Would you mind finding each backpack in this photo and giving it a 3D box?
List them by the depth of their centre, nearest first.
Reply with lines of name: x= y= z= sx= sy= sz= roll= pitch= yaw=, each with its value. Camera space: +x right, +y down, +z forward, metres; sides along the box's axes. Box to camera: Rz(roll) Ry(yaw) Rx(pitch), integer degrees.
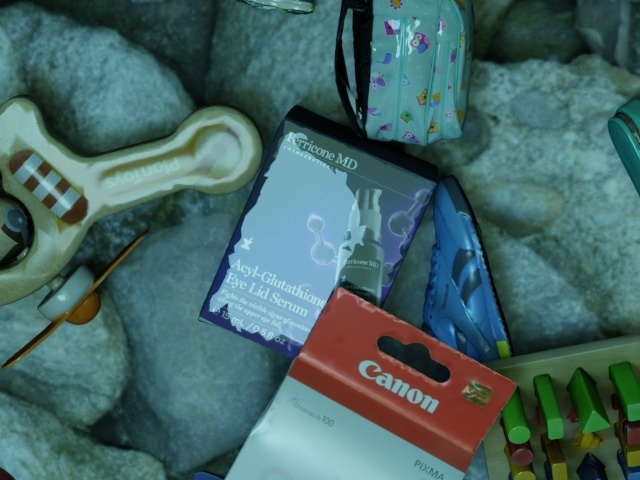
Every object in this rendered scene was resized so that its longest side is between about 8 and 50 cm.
backpack: x=0.078 y=-0.172 z=1.332 sx=0.115 sy=0.152 sz=0.182 roll=6 pitch=113 yaw=11

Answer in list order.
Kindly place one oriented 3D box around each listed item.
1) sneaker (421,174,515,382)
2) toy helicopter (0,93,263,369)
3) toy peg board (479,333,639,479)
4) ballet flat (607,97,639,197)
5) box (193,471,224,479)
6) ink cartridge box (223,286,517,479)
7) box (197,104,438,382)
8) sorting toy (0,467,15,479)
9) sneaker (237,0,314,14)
sneaker: x=0.123 y=0.046 z=1.404 sx=0.082 sy=0.069 sz=0.209 roll=-13 pitch=99 yaw=10
toy helicopter: x=-0.218 y=-0.028 z=1.383 sx=0.355 sy=0.140 sz=0.235 roll=-16 pitch=101 yaw=4
toy peg board: x=0.232 y=0.185 z=1.385 sx=0.161 sy=0.079 sz=0.160 roll=-11 pitch=121 yaw=2
ballet flat: x=0.341 y=-0.019 z=1.373 sx=0.087 sy=0.083 sz=0.247 roll=-22 pitch=100 yaw=-6
box: x=-0.038 y=0.321 z=1.460 sx=0.225 sy=0.036 sz=0.136 roll=16 pitch=102 yaw=15
ink cartridge box: x=0.037 y=0.185 z=1.342 sx=0.189 sy=0.066 sz=0.232 roll=29 pitch=116 yaw=-2
box: x=0.000 y=0.000 z=1.384 sx=0.153 sy=0.108 sz=0.207 roll=22 pitch=102 yaw=0
sorting toy: x=-0.467 y=0.235 z=1.453 sx=0.366 sy=0.126 sz=0.127 roll=25 pitch=101 yaw=-2
sneaker: x=-0.045 y=-0.230 z=1.387 sx=0.083 sy=0.031 sz=0.035 roll=11 pitch=88 yaw=-2
